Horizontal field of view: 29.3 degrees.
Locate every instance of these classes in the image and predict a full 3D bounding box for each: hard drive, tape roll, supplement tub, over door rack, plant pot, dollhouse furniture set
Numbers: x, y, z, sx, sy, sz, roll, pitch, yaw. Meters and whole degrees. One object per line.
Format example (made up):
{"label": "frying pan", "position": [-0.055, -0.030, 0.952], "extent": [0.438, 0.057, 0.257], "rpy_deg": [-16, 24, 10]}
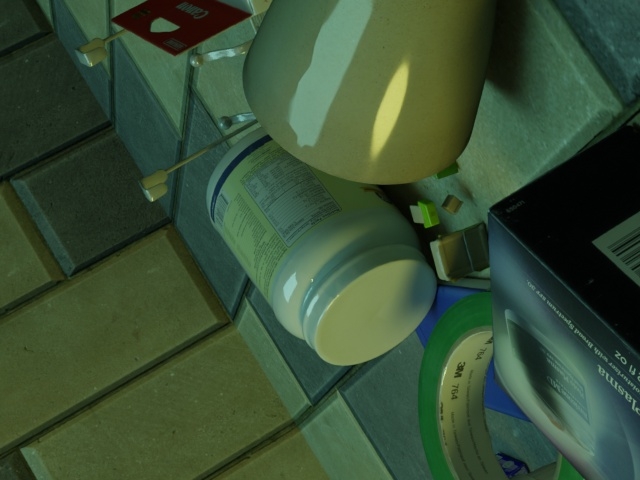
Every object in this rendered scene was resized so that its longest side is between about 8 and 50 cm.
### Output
{"label": "hard drive", "position": [0.220, 0.150, 1.760], "extent": [0.210, 0.040, 0.319], "rpy_deg": [63, 164, -9]}
{"label": "tape roll", "position": [0.241, 0.218, 1.492], "extent": [0.321, 0.077, 0.321], "rpy_deg": [12, 104, 58]}
{"label": "supplement tub", "position": [0.000, 0.000, 1.784], "extent": [0.325, 0.235, 0.235], "rpy_deg": [53, 163, 37]}
{"label": "over door rack", "position": [-0.193, -0.245, 1.805], "extent": [0.108, 0.324, 0.239], "rpy_deg": [12, 131, 52]}
{"label": "plant pot", "position": [0.075, -0.240, 1.216], "extent": [0.256, 0.257, 0.274], "rpy_deg": [53, 146, 24]}
{"label": "dollhouse furniture set", "position": [0.161, -0.025, 1.572], "extent": [0.058, 0.076, 0.151], "rpy_deg": [8, 116, 67]}

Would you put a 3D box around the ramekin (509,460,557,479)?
{"label": "ramekin", "position": [0.365, 0.405, 1.608], "extent": [0.273, 0.127, 0.273], "rpy_deg": [53, 163, 25]}

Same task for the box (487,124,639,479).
{"label": "box", "position": [0.313, 0.110, 1.148], "extent": [0.296, 0.183, 0.294], "rpy_deg": [49, 162, 36]}

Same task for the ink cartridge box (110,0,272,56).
{"label": "ink cartridge box", "position": [-0.148, -0.348, 1.643], "extent": [0.275, 0.239, 0.060], "rpy_deg": [35, 150, 57]}

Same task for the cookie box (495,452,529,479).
{"label": "cookie box", "position": [0.309, 0.397, 1.927], "extent": [0.107, 0.040, 0.092], "rpy_deg": [63, 164, -11]}
